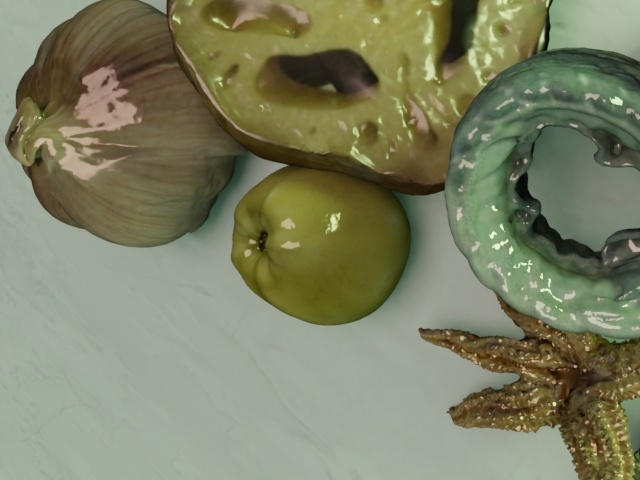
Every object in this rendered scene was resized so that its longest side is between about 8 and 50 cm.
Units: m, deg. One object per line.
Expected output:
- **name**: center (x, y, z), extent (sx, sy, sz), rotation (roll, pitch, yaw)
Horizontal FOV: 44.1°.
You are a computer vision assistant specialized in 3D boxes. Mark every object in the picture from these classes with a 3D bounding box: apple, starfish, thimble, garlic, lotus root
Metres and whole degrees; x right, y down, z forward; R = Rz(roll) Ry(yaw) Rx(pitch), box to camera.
- **apple**: center (0.000, 0.000, 0.873), extent (0.200, 0.200, 0.200), rotation (2, 93, 29)
- **starfish**: center (0.223, 0.145, 0.785), extent (0.293, 0.084, 0.301), rotation (18, 92, 47)
- **thimble**: center (0.225, -0.040, 0.659), extent (0.250, 0.172, 0.205), rotation (48, 119, -1)
- **garlic**: center (-0.250, -0.150, 0.990), extent (0.322, 0.241, 0.322), rotation (-2, 79, 12)
- **lotus root**: center (0.049, -0.223, 0.789), extent (0.390, 0.111, 0.375), rotation (-23, 83, -2)

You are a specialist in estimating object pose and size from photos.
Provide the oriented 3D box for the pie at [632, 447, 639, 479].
- **pie**: center (0.441, 0.226, 0.681), extent (0.288, 0.103, 0.354), rotation (47, 115, 25)
